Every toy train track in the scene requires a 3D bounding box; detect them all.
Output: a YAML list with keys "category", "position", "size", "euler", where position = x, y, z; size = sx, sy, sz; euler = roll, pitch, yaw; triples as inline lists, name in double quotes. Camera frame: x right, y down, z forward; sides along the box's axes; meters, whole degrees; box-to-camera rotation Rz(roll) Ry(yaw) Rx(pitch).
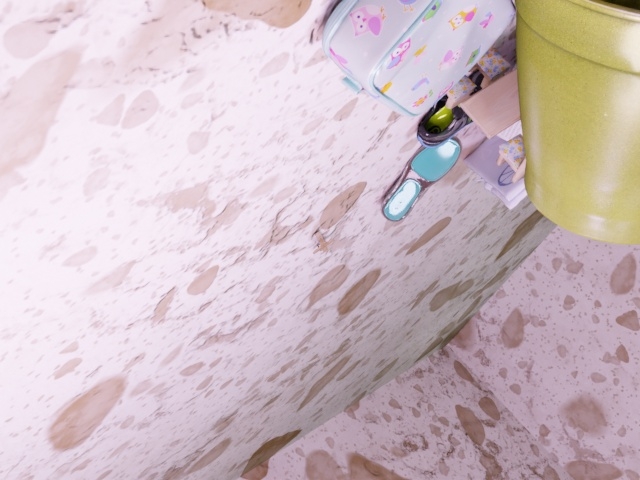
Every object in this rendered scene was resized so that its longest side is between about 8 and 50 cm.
- category: "toy train track"
  position: [0.000, 0.000, 1.598]
  size: [0.048, 0.014, 0.083]
  euler: [-34, 156, -4]

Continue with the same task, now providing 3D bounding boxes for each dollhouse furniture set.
- category: "dollhouse furniture set"
  position: [0.337, -0.254, 1.349]
  size: [0.242, 0.212, 0.161]
  euler: [-32, 164, -16]

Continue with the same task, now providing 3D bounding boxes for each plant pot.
- category: "plant pot"
  position: [0.407, -0.196, 1.110]
  size: [0.367, 0.366, 0.352]
  euler: [-31, 139, -33]

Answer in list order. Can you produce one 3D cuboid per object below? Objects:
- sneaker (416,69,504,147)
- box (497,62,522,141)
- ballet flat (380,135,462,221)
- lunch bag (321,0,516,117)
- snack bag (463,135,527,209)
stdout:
- category: "sneaker"
  position: [0.243, -0.231, 1.485]
  size: [0.188, 0.067, 0.078]
  euler: [-41, 169, 3]
- category: "box"
  position: [0.407, -0.282, 1.562]
  size: [0.181, 0.119, 0.182]
  euler: [-53, 170, -28]
- category: "ballet flat"
  position: [0.188, -0.126, 1.645]
  size: [0.213, 0.072, 0.068]
  euler: [-50, -171, 25]
- category: "lunch bag"
  position: [0.121, -0.266, 1.072]
  size: [0.224, 0.108, 0.279]
  euler: [-45, 162, 12]
- category: "snack bag"
  position: [0.439, -0.214, 1.713]
  size: [0.323, 0.037, 0.342]
  euler: [-43, -163, 7]
